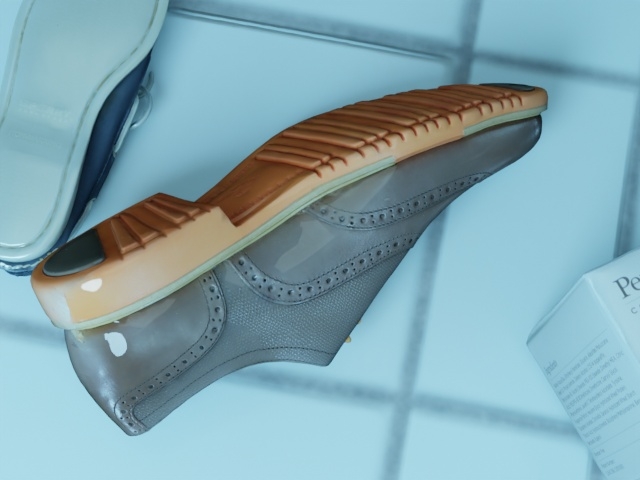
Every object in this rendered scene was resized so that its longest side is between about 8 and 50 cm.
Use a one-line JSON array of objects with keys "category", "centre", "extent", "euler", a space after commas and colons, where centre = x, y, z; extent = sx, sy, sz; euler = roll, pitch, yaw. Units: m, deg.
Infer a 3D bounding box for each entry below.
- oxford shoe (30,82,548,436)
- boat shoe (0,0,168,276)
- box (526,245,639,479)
[{"category": "oxford shoe", "centre": [0.000, 0.000, 0.870], "extent": [0.364, 0.130, 0.132], "euler": [-26, 108, -16]}, {"category": "boat shoe", "centre": [-0.163, -0.096, 0.895], "extent": [0.095, 0.079, 0.254], "euler": [14, 76, 0]}, {"category": "box", "centre": [0.243, 0.051, 0.807], "extent": [0.181, 0.182, 0.119], "euler": [-27, 77, -9]}]
